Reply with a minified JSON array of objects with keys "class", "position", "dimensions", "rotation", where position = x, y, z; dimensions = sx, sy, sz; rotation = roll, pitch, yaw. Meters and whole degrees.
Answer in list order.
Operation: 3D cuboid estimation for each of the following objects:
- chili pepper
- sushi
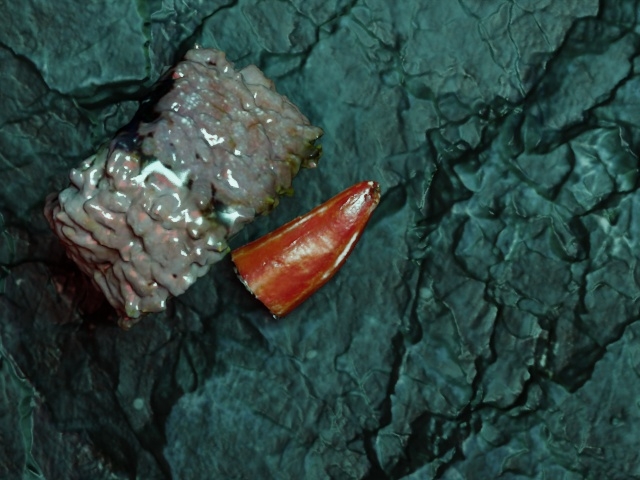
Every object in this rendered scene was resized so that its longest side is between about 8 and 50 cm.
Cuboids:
[{"class":"chili pepper","position":[-0.003,-0.004,1.902],"dimensions":[0.169,0.065,0.088],"rotation":[-40,112,15]},{"class":"sushi","position":[-0.142,-0.051,1.802],"dimensions":[0.171,0.270,0.236],"rotation":[44,139,-6]}]
